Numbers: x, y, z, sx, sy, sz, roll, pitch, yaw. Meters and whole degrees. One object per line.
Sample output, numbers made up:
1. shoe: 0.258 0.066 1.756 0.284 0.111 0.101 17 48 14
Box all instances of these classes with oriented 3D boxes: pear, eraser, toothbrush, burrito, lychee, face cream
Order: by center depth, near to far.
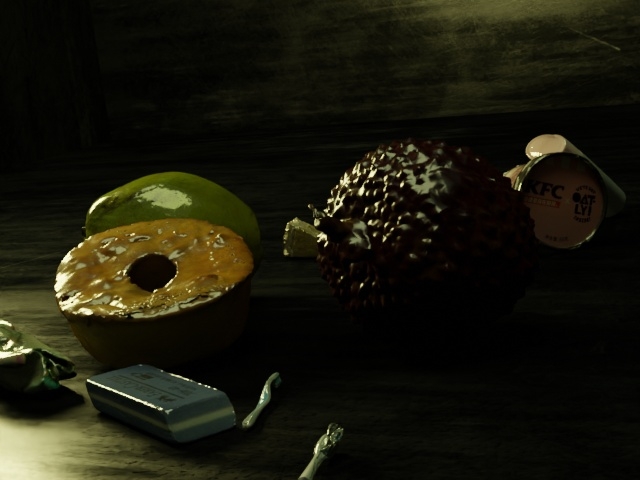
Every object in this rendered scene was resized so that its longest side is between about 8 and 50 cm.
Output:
1. toothbrush: -0.020 0.227 1.228 0.024 0.026 0.288 36 20 4
2. toothbrush: -0.066 0.177 1.527 0.014 0.017 0.162 -26 6 16
3. eraser: -0.182 0.181 1.537 0.082 0.036 0.225 -12 12 -32
4. lychee: 0.120 0.004 1.676 0.300 0.264 0.264 8 3 -26
5. burrito: -0.412 0.148 1.781 0.096 0.066 0.309 -12 14 -33
6. pear: -0.217 0.002 2.017 0.269 0.212 0.212 3 8 -16
7. face cream: 0.421 -0.105 2.239 0.198 0.057 0.084 33 -19 -37

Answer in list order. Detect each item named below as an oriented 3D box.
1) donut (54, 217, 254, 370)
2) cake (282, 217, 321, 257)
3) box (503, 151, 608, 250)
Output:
1. donut: -0.214 0.075 1.800 0.277 0.109 0.278 -4 26 2
2. cake: 0.000 0.000 2.283 0.121 0.065 0.052 3 17 17
3. box: 0.348 -0.059 2.130 0.151 0.151 0.135 -11 3 -16
